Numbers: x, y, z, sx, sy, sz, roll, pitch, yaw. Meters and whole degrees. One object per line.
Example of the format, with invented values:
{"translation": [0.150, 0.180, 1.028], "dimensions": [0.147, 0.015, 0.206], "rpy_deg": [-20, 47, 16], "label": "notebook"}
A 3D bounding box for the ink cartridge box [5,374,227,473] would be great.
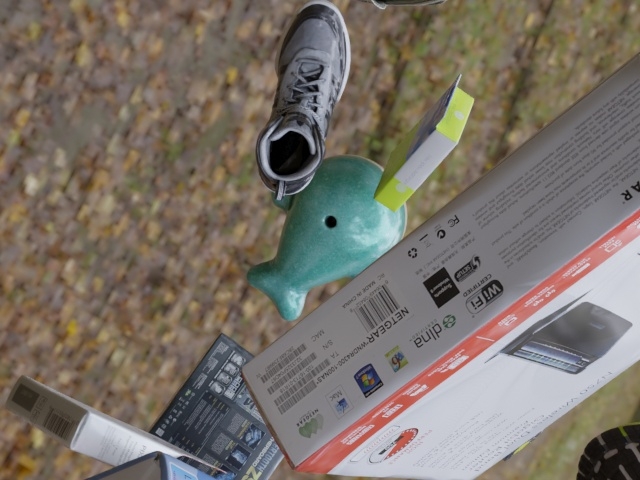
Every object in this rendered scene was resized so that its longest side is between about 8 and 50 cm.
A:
{"translation": [-0.261, 0.255, 1.802], "dimensions": [0.232, 0.189, 0.066], "rpy_deg": [37, 77, -36], "label": "ink cartridge box"}

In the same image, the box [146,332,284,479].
{"translation": [-0.140, 0.279, 2.065], "dimensions": [0.232, 0.183, 0.059], "rpy_deg": [-55, -176, -10], "label": "box"}

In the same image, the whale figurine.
{"translation": [0.000, 0.000, 2.069], "dimensions": [0.272, 0.216, 0.141], "rpy_deg": [-45, 174, 16], "label": "whale figurine"}

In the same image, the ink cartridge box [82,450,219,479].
{"translation": [-0.176, 0.425, 1.763], "dimensions": [0.395, 0.270, 0.151], "rpy_deg": [41, 34, -46], "label": "ink cartridge box"}

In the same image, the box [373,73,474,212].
{"translation": [0.143, -0.130, 1.905], "dimensions": [0.178, 0.042, 0.109], "rpy_deg": [-49, -168, 42], "label": "box"}

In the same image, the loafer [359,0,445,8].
{"translation": [0.090, -0.419, 2.214], "dimensions": [0.111, 0.319, 0.112], "rpy_deg": [-53, 134, -38], "label": "loafer"}

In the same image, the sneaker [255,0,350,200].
{"translation": [-0.021, -0.180, 1.856], "dimensions": [0.153, 0.101, 0.268], "rpy_deg": [-93, -164, -78], "label": "sneaker"}

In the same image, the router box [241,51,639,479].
{"translation": [0.157, 0.040, 0.992], "dimensions": [0.335, 0.082, 0.301], "rpy_deg": [-39, 155, 17], "label": "router box"}

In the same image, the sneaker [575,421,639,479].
{"translation": [0.330, 0.262, 1.469], "dimensions": [0.121, 0.111, 0.300], "rpy_deg": [-17, 154, -22], "label": "sneaker"}

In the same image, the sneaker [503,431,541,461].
{"translation": [0.271, 0.257, 2.041], "dimensions": [0.069, 0.082, 0.209], "rpy_deg": [-38, 160, -10], "label": "sneaker"}
